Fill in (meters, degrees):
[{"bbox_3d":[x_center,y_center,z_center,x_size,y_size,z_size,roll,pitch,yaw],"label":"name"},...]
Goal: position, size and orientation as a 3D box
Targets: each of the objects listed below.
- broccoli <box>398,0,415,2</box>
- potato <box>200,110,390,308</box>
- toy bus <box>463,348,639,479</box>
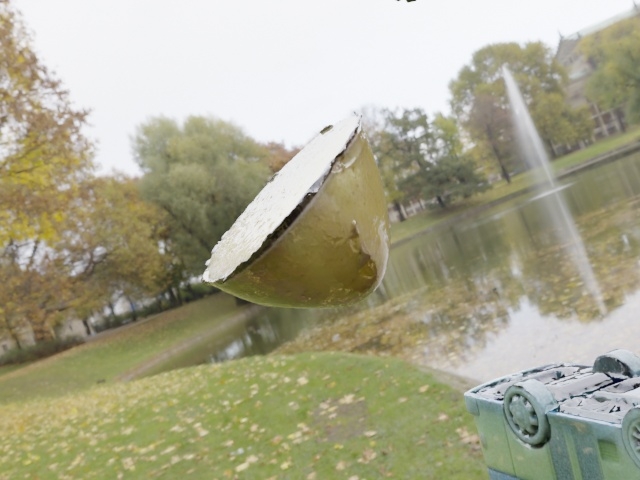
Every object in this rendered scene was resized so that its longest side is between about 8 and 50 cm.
[{"bbox_3d":[-0.024,-0.169,0.092,0.269,0.261,0.241,-8,-10,-29],"label":"broccoli"},{"bbox_3d":[0.000,0.000,0.534,0.182,0.117,0.202,-47,14,-8],"label":"potato"},{"bbox_3d":[0.279,0.204,0.557,0.152,0.190,0.312,-12,-1,-23],"label":"toy bus"}]
